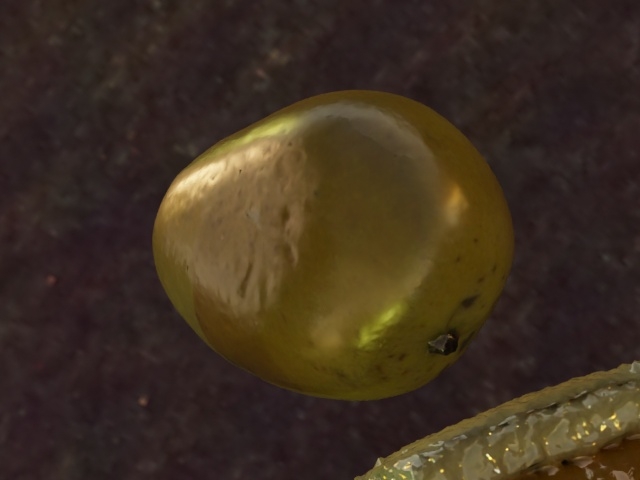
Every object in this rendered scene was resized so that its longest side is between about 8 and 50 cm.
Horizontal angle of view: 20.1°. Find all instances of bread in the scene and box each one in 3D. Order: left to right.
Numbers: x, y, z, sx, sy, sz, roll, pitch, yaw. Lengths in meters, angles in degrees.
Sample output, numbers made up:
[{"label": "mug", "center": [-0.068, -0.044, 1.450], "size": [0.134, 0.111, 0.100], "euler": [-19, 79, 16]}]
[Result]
[{"label": "bread", "center": [0.204, 0.208, 1.474], "size": [0.165, 0.375, 0.236], "euler": [66, 154, 17]}]

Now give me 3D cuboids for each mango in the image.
[{"label": "mango", "center": [0.000, 0.000, 0.809], "size": [0.195, 0.098, 0.137], "euler": [10, 99, 47]}]
